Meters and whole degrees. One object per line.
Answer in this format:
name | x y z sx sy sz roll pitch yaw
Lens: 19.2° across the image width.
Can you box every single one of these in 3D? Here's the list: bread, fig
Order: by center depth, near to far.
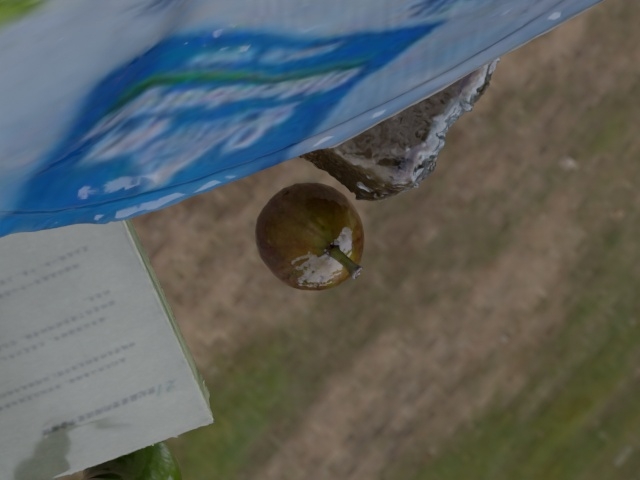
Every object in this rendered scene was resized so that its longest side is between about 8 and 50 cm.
bread | 0.129 -0.219 1.409 0.416 0.113 0.165 -56 -176 -3
fig | 0.000 0.000 1.464 0.089 0.089 0.125 -45 -164 -8

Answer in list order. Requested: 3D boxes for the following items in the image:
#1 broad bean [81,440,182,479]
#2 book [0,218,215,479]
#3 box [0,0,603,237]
broad bean | -0.116 0.193 1.076 0.098 0.318 0.056 24 114 -20
book | -0.186 0.026 0.888 0.215 0.025 0.282 -18 133 -2
box | -0.024 -0.152 0.401 0.262 0.206 0.291 -20 165 -36
